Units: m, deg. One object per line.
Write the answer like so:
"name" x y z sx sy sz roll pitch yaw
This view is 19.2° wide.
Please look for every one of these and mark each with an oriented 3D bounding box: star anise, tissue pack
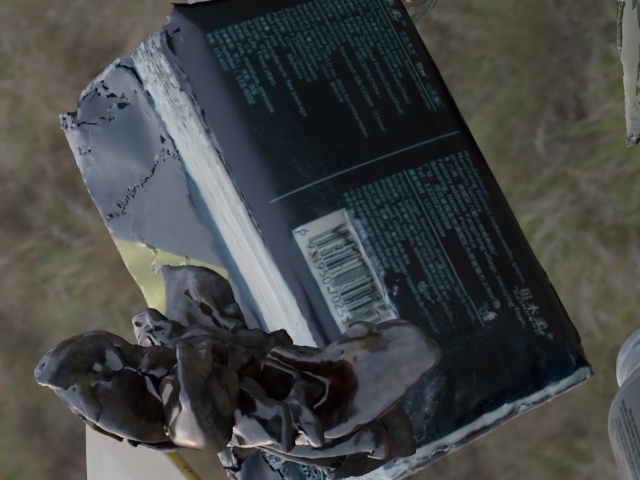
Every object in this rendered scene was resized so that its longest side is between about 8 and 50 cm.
"star anise" -0.053 0.089 1.179 0.212 0.283 0.129 14 96 59
"tissue pack" 0.000 0.000 1.596 0.253 0.264 0.416 -33 82 53

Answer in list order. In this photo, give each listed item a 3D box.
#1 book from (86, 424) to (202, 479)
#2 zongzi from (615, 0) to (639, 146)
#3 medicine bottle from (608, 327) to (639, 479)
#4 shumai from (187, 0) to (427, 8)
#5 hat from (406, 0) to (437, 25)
"book" -0.194 0.329 2.146 0.389 0.032 0.269 -142 49 -59
"zongzi" 0.389 -0.217 1.818 0.228 0.115 0.256 -1 98 25
"medicine bottle" 0.301 0.159 1.510 0.215 0.135 0.135 -96 -1 -57
"shumai" 0.024 -0.301 1.821 0.346 0.217 0.283 52 122 41
"hat" 0.006 -0.300 2.224 0.214 0.245 0.149 64 165 -9
